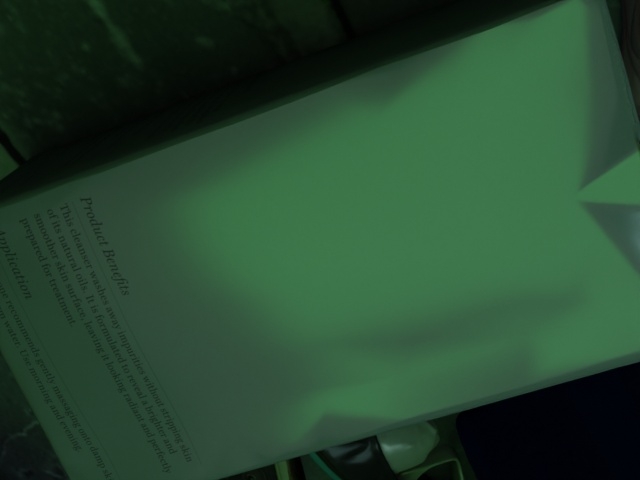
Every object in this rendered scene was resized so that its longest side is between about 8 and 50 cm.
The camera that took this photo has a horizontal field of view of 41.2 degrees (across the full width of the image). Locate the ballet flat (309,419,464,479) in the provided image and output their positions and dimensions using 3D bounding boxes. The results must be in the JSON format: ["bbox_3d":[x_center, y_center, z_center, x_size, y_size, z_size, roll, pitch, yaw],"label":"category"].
[{"bbox_3d":[0.061,0.182,0.721,0.096,0.095,0.280,-29,130,5],"label":"ballet flat"}]

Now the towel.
[{"bbox_3d":[0.251,0.134,0.612,0.076,0.228,0.308,27,119,-33],"label":"towel"}]

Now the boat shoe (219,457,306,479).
[{"bbox_3d":[-0.056,0.186,0.720,0.073,0.080,0.224,-11,127,0],"label":"boat shoe"}]

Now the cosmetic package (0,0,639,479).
[{"bbox_3d":[0.000,0.000,0.533,0.385,0.156,0.217,-17,109,8],"label":"cosmetic package"}]

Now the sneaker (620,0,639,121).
[{"bbox_3d":[0.222,-0.113,0.537,0.051,0.070,0.134,-17,123,7],"label":"sneaker"}]
